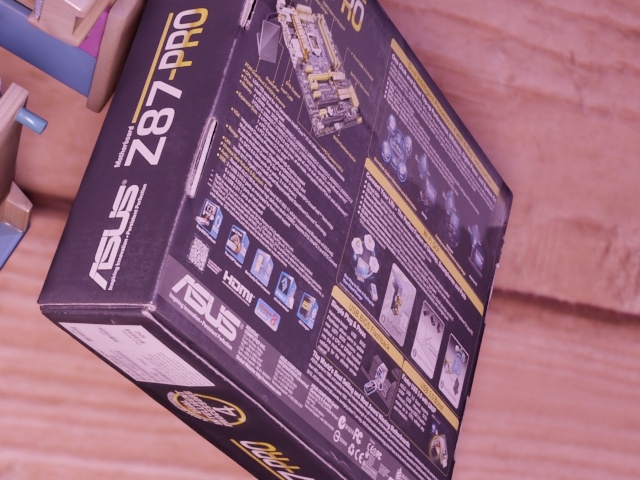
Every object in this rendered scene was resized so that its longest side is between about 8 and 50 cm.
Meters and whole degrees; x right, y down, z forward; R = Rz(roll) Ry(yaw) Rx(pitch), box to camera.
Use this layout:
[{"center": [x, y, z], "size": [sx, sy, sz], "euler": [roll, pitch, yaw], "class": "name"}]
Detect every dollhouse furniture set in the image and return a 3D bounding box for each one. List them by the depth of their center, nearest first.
[{"center": [-0.261, -0.104, 0.874], "size": [0.198, 0.286, 0.303], "euler": [29, 63, -2], "class": "dollhouse furniture set"}]

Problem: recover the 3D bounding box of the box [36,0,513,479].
[{"center": [0.000, 0.000, 0.971], "size": [0.395, 0.097, 0.318], "euler": [46, 52, -48], "class": "box"}]
